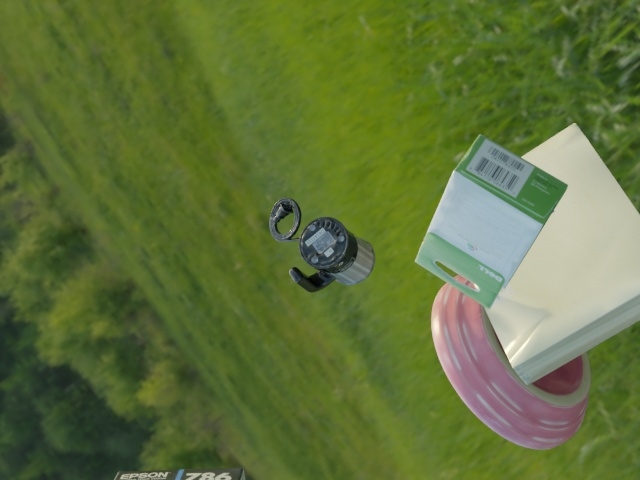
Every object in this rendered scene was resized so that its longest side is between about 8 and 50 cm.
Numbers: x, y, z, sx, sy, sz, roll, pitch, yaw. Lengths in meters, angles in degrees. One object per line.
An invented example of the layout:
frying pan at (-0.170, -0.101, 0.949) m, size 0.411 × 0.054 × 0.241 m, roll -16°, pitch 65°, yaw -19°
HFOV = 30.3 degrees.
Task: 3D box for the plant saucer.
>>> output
plant saucer at (0.337, 0.185, 1.986) m, size 0.332 × 0.332 × 0.084 m, roll 50°, pitch 127°, yaw 3°

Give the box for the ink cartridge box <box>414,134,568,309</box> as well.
ink cartridge box at (0.183, -0.016, 1.302) m, size 0.109 × 0.062 × 0.209 m, roll 32°, pitch 152°, yaw 9°

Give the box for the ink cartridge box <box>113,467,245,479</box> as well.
ink cartridge box at (-0.179, 0.333, 1.384) m, size 0.332 × 0.165 × 0.065 m, roll -74°, pitch -19°, yaw -79°

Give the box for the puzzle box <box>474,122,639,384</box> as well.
puzzle box at (0.360, 0.007, 1.821) m, size 0.052 × 0.272 × 0.409 m, roll 48°, pitch -165°, yaw -35°

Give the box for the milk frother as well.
milk frother at (0.000, 0.000, 1.921) m, size 0.135 × 0.129 × 0.143 m, roll 35°, pitch -145°, yaw -65°
